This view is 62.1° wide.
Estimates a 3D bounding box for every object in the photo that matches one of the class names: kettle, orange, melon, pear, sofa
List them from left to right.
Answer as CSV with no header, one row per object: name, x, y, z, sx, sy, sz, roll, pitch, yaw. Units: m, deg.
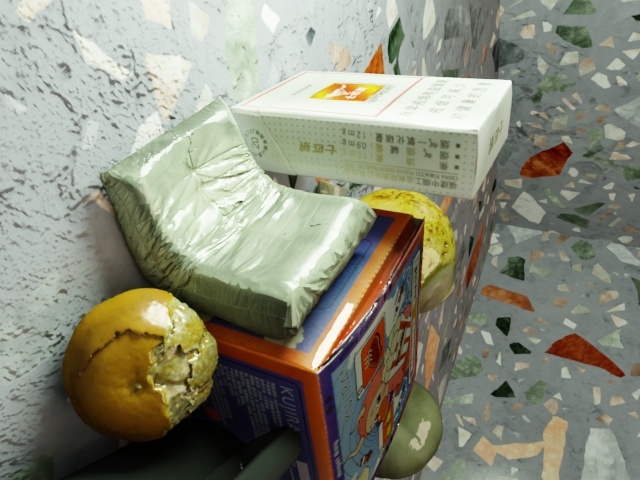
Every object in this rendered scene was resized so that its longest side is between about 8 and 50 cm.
kettle,-0.189,0.290,0.524,0.262,0.203,0.308,-64,161,15
orange,-0.183,0.124,0.551,0.134,0.157,0.156,-135,-138,-65
sofa,-0.079,-0.031,0.600,0.210,0.225,0.176,-49,146,-42
pear,0.134,0.033,1.054,0.271,0.271,0.271,-39,135,-54
melon,0.169,0.456,1.314,0.271,0.272,0.308,-60,-178,-34

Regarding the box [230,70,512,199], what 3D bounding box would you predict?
box,0.072,-0.160,0.731,0.210,0.330,0.095,-47,141,-49

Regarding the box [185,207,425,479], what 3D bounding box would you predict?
box,-0.017,0.162,0.780,0.318,0.257,0.348,-49,143,-45

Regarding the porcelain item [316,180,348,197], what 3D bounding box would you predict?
porcelain item,0.000,0.000,0.981,0.084,0.054,0.213,15,89,-63
